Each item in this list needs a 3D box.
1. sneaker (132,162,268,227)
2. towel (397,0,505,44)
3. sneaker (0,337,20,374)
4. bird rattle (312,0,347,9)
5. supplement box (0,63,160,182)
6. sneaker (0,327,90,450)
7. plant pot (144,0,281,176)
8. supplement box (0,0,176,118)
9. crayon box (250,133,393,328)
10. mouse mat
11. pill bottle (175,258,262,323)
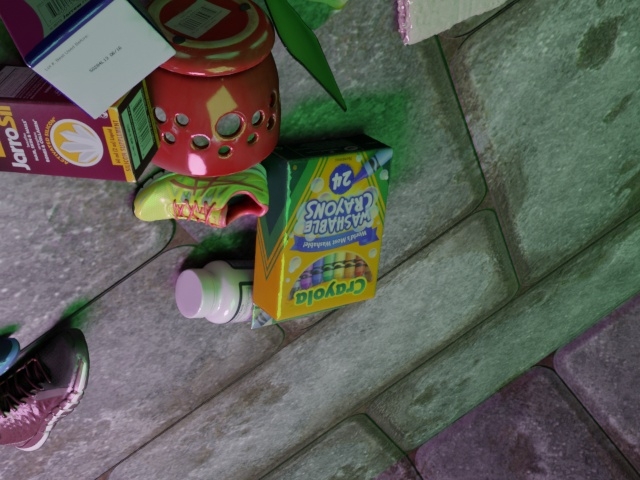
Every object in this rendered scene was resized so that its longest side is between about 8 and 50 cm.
[{"bbox_3d":[-0.171,-0.058,1.366,0.209,0.094,0.081,-13,144,-12],"label":"sneaker"},{"bbox_3d":[0.185,-0.412,1.290,0.187,0.049,0.282,-25,146,-11],"label":"towel"},{"bbox_3d":[-0.527,0.184,1.407,0.144,0.053,0.059,-26,144,-17],"label":"sneaker"},{"bbox_3d":[0.006,-0.359,1.110,0.254,0.143,0.207,10,151,-31],"label":"bird rattle"},{"bbox_3d":[-0.293,-0.135,1.067,0.188,0.080,0.104,5,130,14],"label":"supplement box"},{"bbox_3d":[-0.487,0.249,1.483,0.163,0.106,0.281,5,131,-42],"label":"sneaker"},{"bbox_3d":[-0.139,-0.199,1.138,0.191,0.191,0.174,-19,141,-24],"label":"plant pot"},{"bbox_3d":[-0.257,-0.247,0.938,0.111,0.220,0.114,-38,149,5],"label":"supplement box"},{"bbox_3d":[0.000,0.000,1.515,0.203,0.083,0.322,-11,119,-33],"label":"crayon box"},{"bbox_3d":[-0.027,-0.260,1.196,0.007,0.152,0.190,-30,149,16],"label":"mouse mat"},{"bbox_3d":[-0.149,0.086,1.573,0.180,0.108,0.108,1,133,-42],"label":"pill bottle"}]
